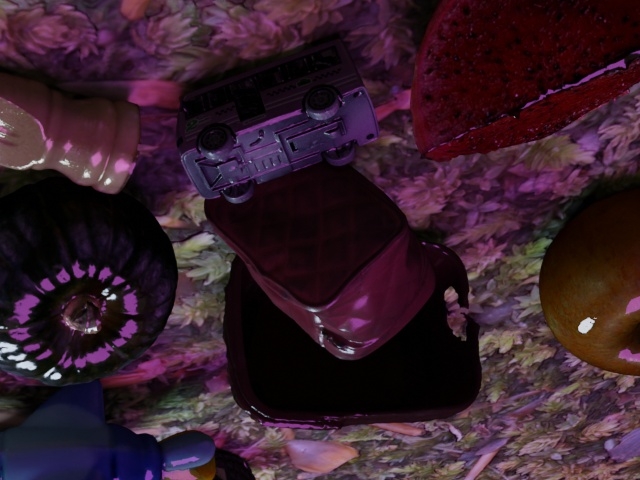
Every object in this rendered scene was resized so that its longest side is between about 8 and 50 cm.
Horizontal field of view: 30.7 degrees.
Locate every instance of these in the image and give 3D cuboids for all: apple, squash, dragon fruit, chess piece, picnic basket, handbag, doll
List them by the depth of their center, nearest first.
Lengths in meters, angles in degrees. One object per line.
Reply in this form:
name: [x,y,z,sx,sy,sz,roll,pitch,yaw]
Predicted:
chess piece: [-0.264,-0.104,1.016,0.200,0.090,0.090,14,136,-25]
dragon fruit: [0.199,-0.172,1.038,0.262,0.163,0.189,-21,110,15]
handbag: [0.000,0.000,1.124,0.146,0.225,0.135,-45,145,-6]
squash: [-0.246,0.041,1.128,0.218,0.172,0.218,-12,145,-9]
picnic basket: [0.019,0.108,1.317,0.297,0.222,0.129,1,164,-21]
apple: [0.377,0.045,1.363,0.237,0.207,0.237,1,131,1]
doll: [-0.335,0.298,1.462,0.366,0.187,0.376,-30,170,33]

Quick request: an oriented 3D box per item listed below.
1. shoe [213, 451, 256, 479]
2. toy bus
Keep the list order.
shoe: [-0.164,0.341,1.660,0.077,0.074,0.194,-20,143,27]
toy bus: [-0.043,-0.110,1.069,0.178,0.098,0.087,-20,145,2]
